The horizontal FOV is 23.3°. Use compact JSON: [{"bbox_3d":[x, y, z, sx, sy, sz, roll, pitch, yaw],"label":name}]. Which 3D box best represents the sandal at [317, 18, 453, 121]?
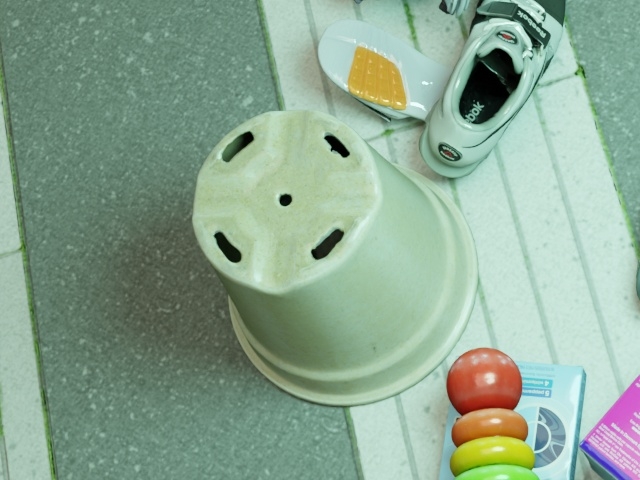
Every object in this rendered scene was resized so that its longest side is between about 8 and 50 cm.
[{"bbox_3d":[0.114,-0.195,2.042,0.265,0.076,0.102,26,71,3],"label":"sandal"}]

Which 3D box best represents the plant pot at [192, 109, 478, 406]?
[{"bbox_3d":[0.000,0.000,1.869,0.333,0.305,0.334,-6,68,15],"label":"plant pot"}]

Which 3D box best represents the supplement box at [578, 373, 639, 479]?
[{"bbox_3d":[0.411,0.199,1.773,0.220,0.111,0.114,-47,63,-5],"label":"supplement box"}]

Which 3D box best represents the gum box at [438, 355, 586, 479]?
[{"bbox_3d":[0.228,0.236,1.854,0.157,0.041,0.184,3,70,19],"label":"gum box"}]

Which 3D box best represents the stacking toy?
[{"bbox_3d":[0.201,0.274,1.757,0.141,0.141,0.330,-9,62,14],"label":"stacking toy"}]

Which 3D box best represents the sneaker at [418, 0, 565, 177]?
[{"bbox_3d":[0.239,-0.240,1.955,0.122,0.146,0.331,25,71,-1],"label":"sneaker"}]

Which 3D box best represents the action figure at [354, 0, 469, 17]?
[{"bbox_3d":[0.171,-0.361,2.003,0.285,0.099,0.185,1,32,40],"label":"action figure"}]

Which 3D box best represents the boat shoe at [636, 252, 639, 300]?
[{"bbox_3d":[0.455,-0.056,1.885,0.099,0.116,0.319,11,76,66],"label":"boat shoe"}]
